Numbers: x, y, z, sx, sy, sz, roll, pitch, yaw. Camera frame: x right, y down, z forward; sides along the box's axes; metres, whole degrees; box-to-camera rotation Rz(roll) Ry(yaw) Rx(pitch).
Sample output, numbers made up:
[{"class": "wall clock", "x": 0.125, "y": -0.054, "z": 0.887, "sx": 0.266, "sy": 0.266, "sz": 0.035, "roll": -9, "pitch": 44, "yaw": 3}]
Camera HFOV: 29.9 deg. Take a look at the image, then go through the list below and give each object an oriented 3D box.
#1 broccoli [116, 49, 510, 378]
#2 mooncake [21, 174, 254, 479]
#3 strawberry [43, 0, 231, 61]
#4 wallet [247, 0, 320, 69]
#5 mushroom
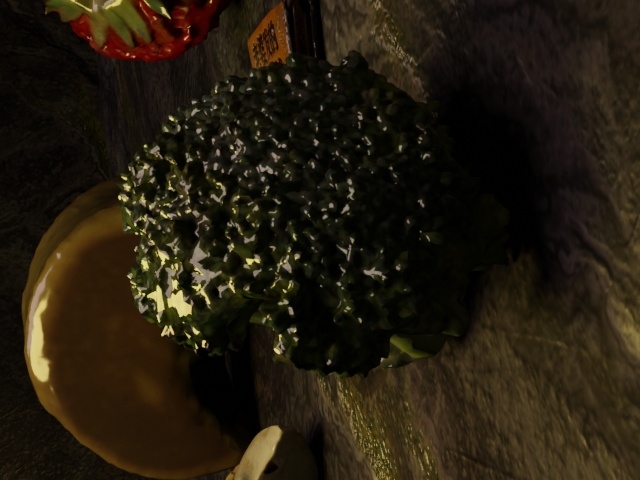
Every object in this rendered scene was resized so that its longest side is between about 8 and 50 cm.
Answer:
[{"class": "broccoli", "x": -0.001, "y": -0.015, "z": 0.857, "sx": 0.235, "sy": 0.260, "sz": 0.288, "roll": -67, "pitch": 30, "yaw": 30}, {"class": "mooncake", "x": -0.216, "y": 0.105, "z": 1.676, "sx": 0.394, "sy": 0.393, "sz": 0.246, "roll": -53, "pitch": 19, "yaw": -2}, {"class": "strawberry", "x": -0.227, "y": -0.399, "z": 1.554, "sx": 0.310, "sy": 0.292, "sz": 0.292, "roll": -61, "pitch": -3, "yaw": -31}, {"class": "wallet", "x": -0.039, "y": -0.168, "z": 1.301, "sx": 0.195, "sy": 0.042, "sz": 0.161, "roll": 159, "pitch": 106, "yaw": -74}, {"class": "mushroom", "x": -0.059, "y": 0.292, "z": 1.409, "sx": 0.108, "sy": 0.096, "sz": 0.247, "roll": 50, "pitch": 159, "yaw": 10}]
